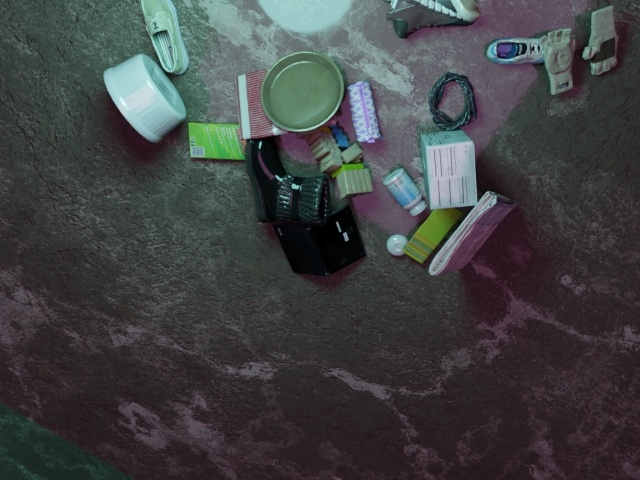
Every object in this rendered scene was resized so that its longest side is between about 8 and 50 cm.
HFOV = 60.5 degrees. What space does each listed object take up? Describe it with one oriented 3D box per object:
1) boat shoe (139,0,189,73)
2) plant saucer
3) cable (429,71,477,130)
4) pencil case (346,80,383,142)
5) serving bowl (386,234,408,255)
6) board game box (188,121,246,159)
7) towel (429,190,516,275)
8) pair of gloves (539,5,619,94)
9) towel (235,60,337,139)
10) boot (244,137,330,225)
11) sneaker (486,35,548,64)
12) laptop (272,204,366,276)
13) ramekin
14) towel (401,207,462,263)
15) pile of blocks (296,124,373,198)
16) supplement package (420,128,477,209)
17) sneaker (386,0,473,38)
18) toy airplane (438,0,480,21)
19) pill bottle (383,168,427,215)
[{"bbox_3d":[-0.521,-0.703,1.814,0.109,0.094,0.302,-18,107,12],"label":"boat shoe"},{"bbox_3d":[-0.058,-0.479,1.780,0.277,0.041,0.278,-2,81,12],"label":"plant saucer"},{"bbox_3d":[0.435,-0.464,1.822,0.150,0.047,0.185,-13,105,18],"label":"cable"},{"bbox_3d":[0.145,-0.428,1.840,0.086,0.088,0.206,-13,107,9],"label":"pencil case"},{"bbox_3d":[0.285,0.021,2.016,0.083,0.027,0.083,2,110,5],"label":"serving bowl"},{"bbox_3d":[-0.337,-0.353,1.951,0.259,0.039,0.124,4,111,8],"label":"board game box"},{"bbox_3d":[0.512,-0.018,1.829,0.053,0.331,0.317,43,111,22],"label":"towel"},{"bbox_3d":[0.808,-0.589,1.702,0.240,0.042,0.204,-26,124,6],"label":"pair of gloves"},{"bbox_3d":[-0.117,-0.467,1.829,0.328,0.037,0.237,-8,79,10],"label":"towel"},{"bbox_3d":[-0.104,-0.217,1.875,0.260,0.131,0.348,1,110,31],"label":"boot"},{"bbox_3d":[0.648,-0.597,1.724,0.237,0.086,0.085,-3,108,6],"label":"sneaker"},{"bbox_3d":[0.000,0.000,2.018,0.264,0.136,0.234,-28,124,-10],"label":"laptop"},{"bbox_3d":[-0.567,-0.475,1.813,0.135,0.277,0.277,-29,104,8],"label":"ramekin"},{"bbox_3d":[0.401,-0.031,1.977,0.102,0.021,0.237,32,105,-19],"label":"towel"},{"bbox_3d":[0.043,-0.298,1.905,0.362,0.149,0.112,57,149,-4],"label":"pile of blocks"},{"bbox_3d":[0.413,-0.236,1.784,0.145,0.262,0.204,-6,109,9],"label":"supplement package"},{"bbox_3d":[0.336,-0.699,1.731,0.281,0.106,0.162,14,140,-14],"label":"sneaker"},{"bbox_3d":[0.326,-0.830,1.558,0.384,0.272,0.386,22,73,-4],"label":"toy airplane"},{"bbox_3d":[0.298,-0.166,1.916,0.087,0.087,0.160,-36,102,17],"label":"pill bottle"}]
